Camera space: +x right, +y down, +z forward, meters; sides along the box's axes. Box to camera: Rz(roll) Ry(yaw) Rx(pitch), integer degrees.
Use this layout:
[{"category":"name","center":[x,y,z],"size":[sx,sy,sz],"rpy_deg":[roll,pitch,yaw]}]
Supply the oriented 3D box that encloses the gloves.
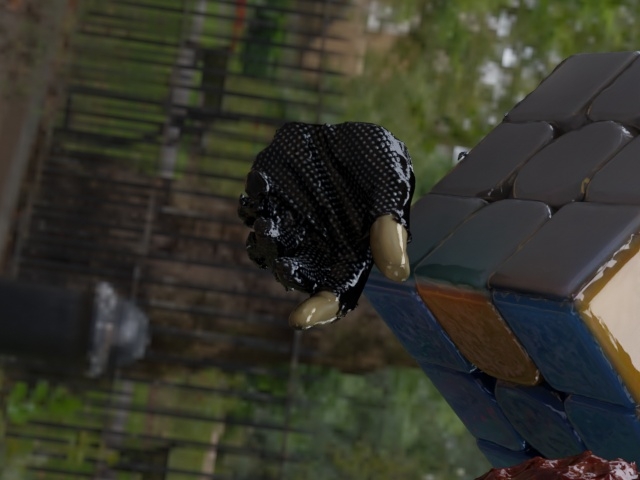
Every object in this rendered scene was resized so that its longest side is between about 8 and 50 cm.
[{"category":"gloves","center":[-0.002,0.001,1.155],"size":[0.106,0.129,0.180],"rpy_deg":[115,-7,-53]}]

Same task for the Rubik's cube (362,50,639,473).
[{"category":"Rubik's cube","center":[0.259,0.046,1.228],"size":[0.291,0.291,0.290],"rpy_deg":[-43,-158,-19]}]

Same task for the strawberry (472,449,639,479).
[{"category":"strawberry","center":[0.090,0.145,0.568],"size":[0.145,0.086,0.145],"rpy_deg":[18,-65,42]}]
